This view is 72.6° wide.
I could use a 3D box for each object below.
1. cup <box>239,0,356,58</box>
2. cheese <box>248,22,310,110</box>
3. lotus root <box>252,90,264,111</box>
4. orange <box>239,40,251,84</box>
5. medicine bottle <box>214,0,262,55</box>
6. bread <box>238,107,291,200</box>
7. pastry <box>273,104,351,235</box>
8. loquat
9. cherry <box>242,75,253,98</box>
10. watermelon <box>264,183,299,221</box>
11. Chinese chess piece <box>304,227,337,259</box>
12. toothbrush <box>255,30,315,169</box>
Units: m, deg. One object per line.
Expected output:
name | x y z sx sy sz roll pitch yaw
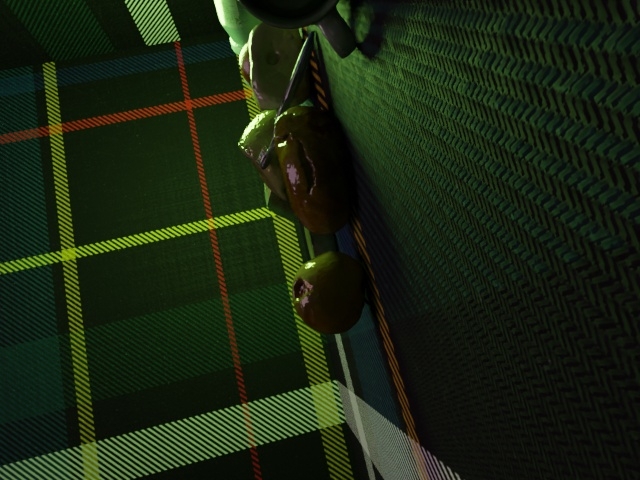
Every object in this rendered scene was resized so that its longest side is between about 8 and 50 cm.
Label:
cup | -0.030 -0.426 0.737 0.258 0.186 0.234 50 -167 -20
cheese | -0.119 -0.482 1.328 0.251 0.173 0.248 92 173 -65
lotus root | -0.227 -0.666 1.991 0.151 0.169 0.342 -57 8 0
orange | -0.188 -0.634 1.550 0.206 0.206 0.206 167 90 -84
medicine bottle | -0.301 -0.941 1.802 0.290 0.245 0.245 82 173 -59
bread | -0.118 -0.296 1.461 0.320 0.237 0.320 56 -173 -11
pastry | -0.025 -0.178 1.140 0.356 0.163 0.356 166 90 -82
loquat | 0.027 0.131 1.137 0.213 0.213 0.213 167 90 -84
cherry | -0.288 -0.838 2.155 0.213 0.183 0.266 -90 17 -60
watermelon | -0.130 -0.231 1.937 0.201 0.212 0.262 -44 45 52
Chinese chess piece | 0.000 0.000 1.625 0.238 0.092 0.238 168 90 -85
toothbrush | -0.097 -0.368 1.193 0.042 0.035 0.413 43 127 19
